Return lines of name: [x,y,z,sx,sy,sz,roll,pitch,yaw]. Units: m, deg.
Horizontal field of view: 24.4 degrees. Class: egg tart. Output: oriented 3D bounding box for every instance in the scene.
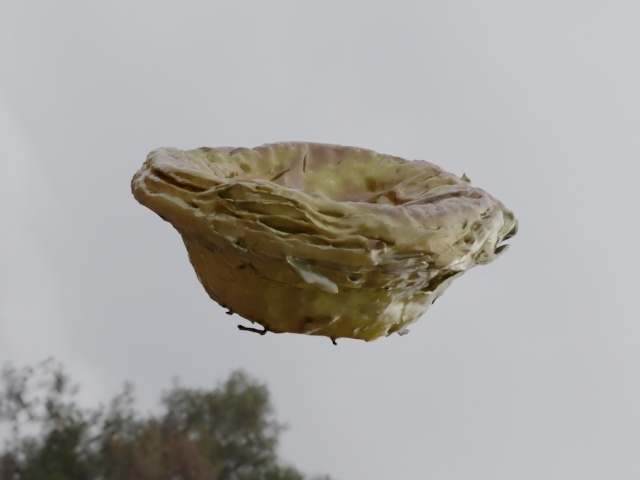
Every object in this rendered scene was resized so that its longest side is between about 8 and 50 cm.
egg tart: [0.000,0.000,1.082,0.295,0.295,0.116,25,-66,55]
